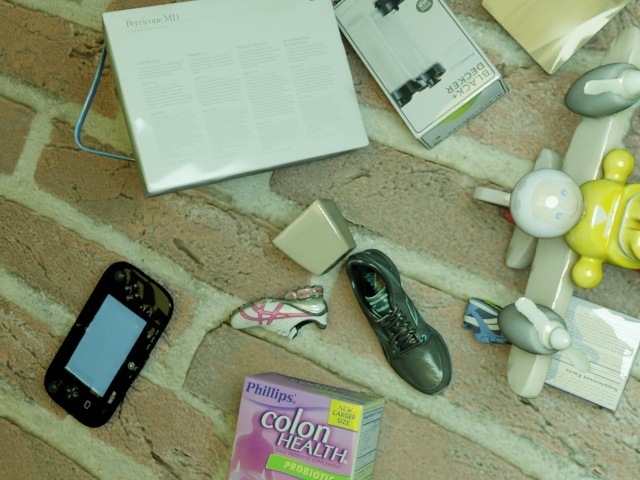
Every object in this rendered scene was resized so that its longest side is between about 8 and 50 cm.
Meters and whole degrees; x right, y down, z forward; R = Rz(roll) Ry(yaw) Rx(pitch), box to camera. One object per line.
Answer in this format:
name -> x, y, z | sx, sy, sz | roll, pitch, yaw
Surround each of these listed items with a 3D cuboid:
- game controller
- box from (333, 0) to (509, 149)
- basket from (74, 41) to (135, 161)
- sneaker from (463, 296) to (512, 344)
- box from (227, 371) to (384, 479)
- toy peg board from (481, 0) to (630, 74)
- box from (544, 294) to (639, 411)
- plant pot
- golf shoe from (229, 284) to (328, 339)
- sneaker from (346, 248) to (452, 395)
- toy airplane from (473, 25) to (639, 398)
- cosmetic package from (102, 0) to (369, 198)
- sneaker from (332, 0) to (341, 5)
game controller -> -0.411, 0.203, 1.377 | 0.166, 0.067, 0.319 | 35, 98, 22
box -> 0.163, -0.319, 1.189 | 0.169, 0.087, 0.290 | -35, 72, 15
basket -> -0.275, -0.246, 1.284 | 0.288, 0.201, 0.255 | 18, 90, -8
sneaker -> 0.276, 0.139, 1.092 | 0.144, 0.053, 0.059 | 37, 106, 53
box -> -0.028, 0.362, 1.172 | 0.213, 0.117, 0.243 | 9, 87, 23
toy peg board -> 0.371, -0.375, 1.123 | 0.161, 0.079, 0.161 | -44, 86, 18
box -> 0.396, 0.162, 1.044 | 0.126, 0.072, 0.137 | 21, 91, 24
plant pot -> 0.000, 0.000, 1.215 | 0.109, 0.109, 0.096 | -43, 83, 13
golf shoe -> -0.076, 0.137, 1.245 | 0.186, 0.067, 0.086 | -16, 79, 20
sneaker -> 0.115, 0.133, 1.147 | 0.101, 0.106, 0.267 | -36, 73, 14
toy airplane -> 0.335, -0.037, 0.929 | 0.384, 0.272, 0.386 | -42, 47, 39
cosmetic package -> -0.136, -0.249, 1.165 | 0.377, 0.097, 0.285 | -14, 92, -18
sneaker -> 0.072, -0.497, 1.263 | 0.162, 0.063, 0.073 | -36, 69, 15
